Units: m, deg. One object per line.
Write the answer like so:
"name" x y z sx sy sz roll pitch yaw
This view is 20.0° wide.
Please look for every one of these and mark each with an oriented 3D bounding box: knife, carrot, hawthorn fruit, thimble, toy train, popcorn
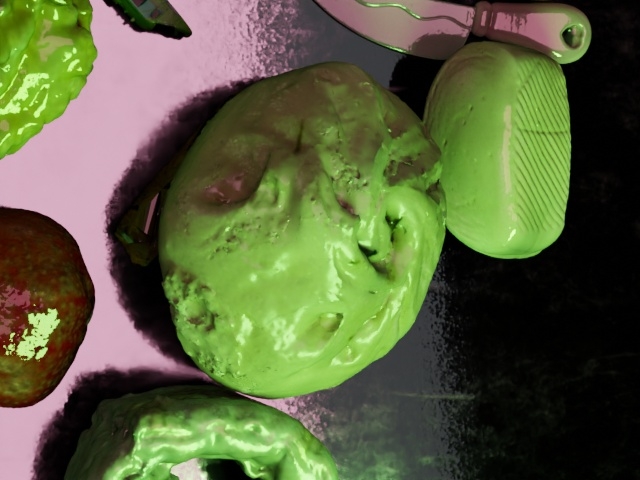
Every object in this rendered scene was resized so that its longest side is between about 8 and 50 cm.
"knife" 0.148 -0.247 2.085 0.336 0.043 0.081 5 97 -11
"carrot" -0.137 -0.070 1.981 0.069 0.069 0.228 44 81 -14
"hawthorn fruit" -0.356 0.064 1.851 0.250 0.215 0.215 10 89 -15
"thimble" -0.137 0.285 1.926 0.292 0.195 0.291 -1 93 -18
"toy train" -0.222 -0.288 1.956 0.042 0.044 0.209 -43 103 -12
"popcorn" -0.367 -0.185 1.837 0.286 0.174 0.225 -13 117 -32

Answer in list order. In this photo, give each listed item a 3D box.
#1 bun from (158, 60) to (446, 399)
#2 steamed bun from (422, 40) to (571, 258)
"bun" 0.000 0.000 1.912 0.326 0.234 0.362 33 77 -47
"steamed bun" 0.188 -0.101 2.036 0.170 0.153 0.238 0 94 -56
